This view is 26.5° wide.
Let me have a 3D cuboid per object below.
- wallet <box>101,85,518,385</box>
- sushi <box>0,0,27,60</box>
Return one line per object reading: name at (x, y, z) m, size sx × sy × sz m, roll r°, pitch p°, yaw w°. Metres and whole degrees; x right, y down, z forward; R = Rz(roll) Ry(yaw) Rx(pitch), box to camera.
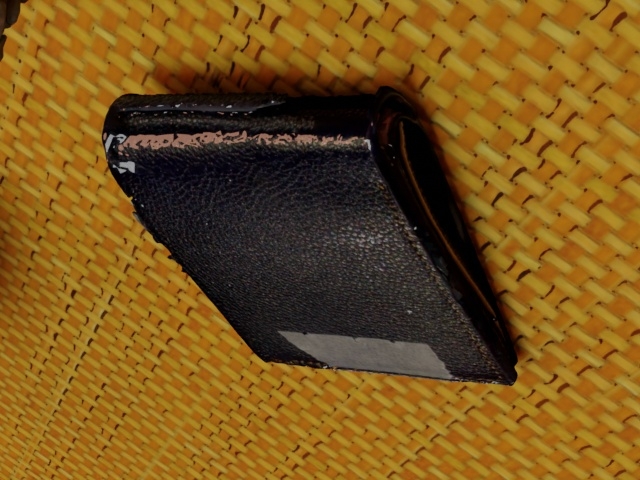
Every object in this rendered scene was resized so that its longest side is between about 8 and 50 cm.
wallet at (0.000, 0.000, 0.915) m, size 0.221 × 0.071 × 0.262 m, roll 0°, pitch 137°, yaw 33°
sushi at (-0.325, -0.202, 0.686) m, size 0.417 × 0.176 × 0.417 m, roll 19°, pitch -173°, yaw -2°
